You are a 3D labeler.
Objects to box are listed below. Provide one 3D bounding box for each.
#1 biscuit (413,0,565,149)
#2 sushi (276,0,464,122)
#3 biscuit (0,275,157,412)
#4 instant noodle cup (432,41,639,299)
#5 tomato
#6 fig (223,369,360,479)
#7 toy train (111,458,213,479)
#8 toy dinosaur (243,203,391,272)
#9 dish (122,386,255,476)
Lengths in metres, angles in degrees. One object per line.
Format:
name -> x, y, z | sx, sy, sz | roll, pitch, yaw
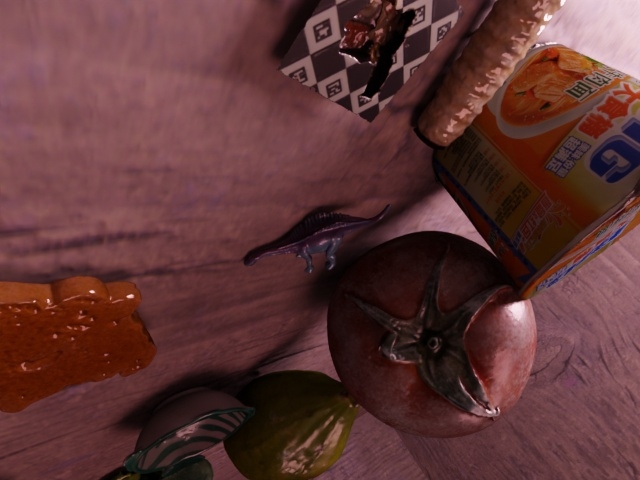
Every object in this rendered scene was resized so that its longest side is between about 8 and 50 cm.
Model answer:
biscuit -> 0.167, -0.184, 0.406 | 0.061, 0.055, 0.219 | 1, 136, -36
sushi -> 0.037, -0.164, 0.319 | 0.126, 0.026, 0.120 | 10, 132, -49
biscuit -> -0.255, 0.090, 0.369 | 0.183, 0.043, 0.280 | -40, 149, 1
instant noodle cup -> 0.301, -0.092, 0.533 | 0.296, 0.214, 0.296 | -28, 152, -16
tomato -> 0.166, 0.141, 0.653 | 0.317, 0.316, 0.282 | -40, 169, 8
fig -> -0.036, 0.374, 0.808 | 0.314, 0.233, 0.233 | -5, 178, 41
toy train -> -0.371, 0.572, 0.893 | 0.272, 0.159, 0.188 | -8, 152, -43
toy dinosaur -> 0.000, 0.000, 0.517 | 0.197, 0.045, 0.080 | -20, 148, -10
dish -> -0.234, 0.323, 0.720 | 0.224, 0.078, 0.246 | -9, 141, -37
